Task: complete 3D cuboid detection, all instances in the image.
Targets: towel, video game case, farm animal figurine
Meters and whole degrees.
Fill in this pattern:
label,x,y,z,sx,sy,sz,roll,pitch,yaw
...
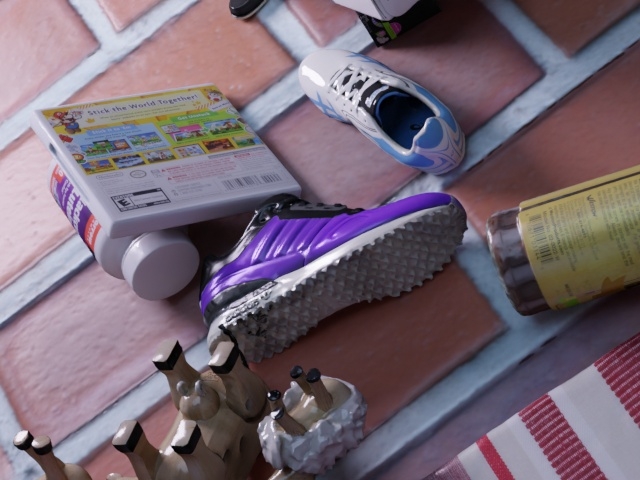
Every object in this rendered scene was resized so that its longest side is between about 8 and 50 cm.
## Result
label,x,y,z,sx,sy,sz,roll,pitch,yaw
towel,0.263,0.221,1.518,0.329,0.037,0.237,-34,52,3
video game case,-0.166,-0.089,1.836,0.227,0.026,0.206,-12,45,-31
farm animal figurine,-0.147,0.239,1.637,0.330,0.172,0.327,16,57,41

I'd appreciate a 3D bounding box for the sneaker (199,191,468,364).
label,x,y,z,sx,sy,sz,roll,pitch,yaw
sneaker,-0.001,0.000,1.737,0.293,0.102,0.146,-26,52,10

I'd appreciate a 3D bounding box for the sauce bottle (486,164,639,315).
label,x,y,z,sx,sy,sz,roll,pitch,yaw
sauce bottle,0.330,-0.024,1.585,0.344,0.111,0.111,-17,55,17

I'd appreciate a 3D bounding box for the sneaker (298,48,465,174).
label,x,y,z,sx,sy,sz,roll,pitch,yaw
sneaker,0.058,-0.150,1.811,0.085,0.086,0.237,-50,52,-6

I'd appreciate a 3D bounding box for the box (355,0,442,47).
label,x,y,z,sx,sy,sz,roll,pitch,yaw
box,0.080,-0.265,1.883,0.083,0.062,0.052,-30,51,7

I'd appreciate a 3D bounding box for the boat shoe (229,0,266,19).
label,x,y,z,sx,sy,sz,roll,pitch,yaw
boat shoe,-0.071,-0.318,2.004,0.049,0.042,0.133,23,74,33

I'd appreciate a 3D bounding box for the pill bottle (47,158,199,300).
label,x,y,z,sx,sy,sz,roll,pitch,yaw
pill bottle,-0.209,-0.026,1.850,0.108,0.108,0.193,-40,52,-1

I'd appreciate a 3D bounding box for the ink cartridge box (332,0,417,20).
label,x,y,z,sx,sy,sz,roll,pitch,yaw
ink cartridge box,0.054,-0.365,1.859,0.207,0.117,0.283,-41,31,-11
